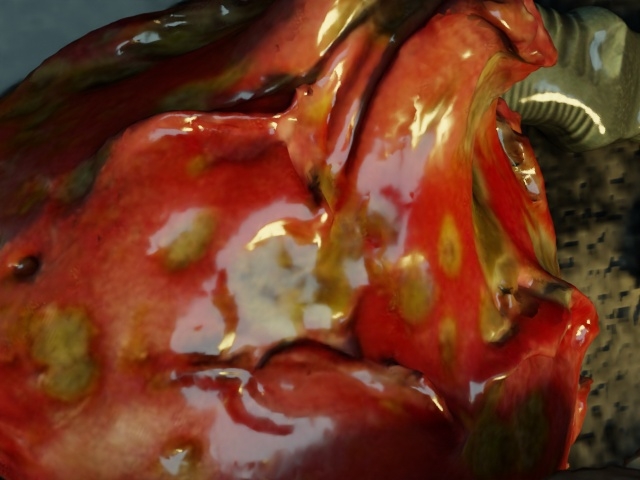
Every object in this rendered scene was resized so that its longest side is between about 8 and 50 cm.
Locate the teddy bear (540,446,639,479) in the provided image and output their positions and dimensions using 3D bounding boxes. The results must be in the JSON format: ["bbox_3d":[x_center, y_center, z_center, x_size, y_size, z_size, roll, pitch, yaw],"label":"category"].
[{"bbox_3d":[0.103,0.196,0.544,0.236,0.151,0.267,-26,76,-46],"label":"teddy bear"}]

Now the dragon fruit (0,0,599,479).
[{"bbox_3d":[0.000,0.000,0.622,0.262,0.134,0.211,16,101,-17],"label":"dragon fruit"}]

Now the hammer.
[{"bbox_3d":[0.061,-0.063,0.723,0.226,0.041,0.159,5,84,-19],"label":"hammer"}]
